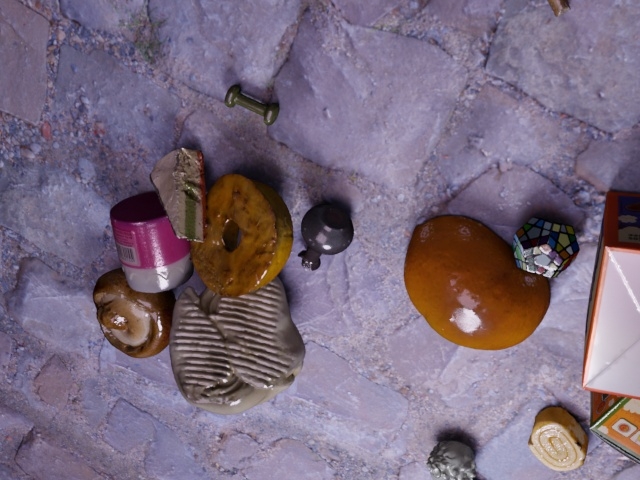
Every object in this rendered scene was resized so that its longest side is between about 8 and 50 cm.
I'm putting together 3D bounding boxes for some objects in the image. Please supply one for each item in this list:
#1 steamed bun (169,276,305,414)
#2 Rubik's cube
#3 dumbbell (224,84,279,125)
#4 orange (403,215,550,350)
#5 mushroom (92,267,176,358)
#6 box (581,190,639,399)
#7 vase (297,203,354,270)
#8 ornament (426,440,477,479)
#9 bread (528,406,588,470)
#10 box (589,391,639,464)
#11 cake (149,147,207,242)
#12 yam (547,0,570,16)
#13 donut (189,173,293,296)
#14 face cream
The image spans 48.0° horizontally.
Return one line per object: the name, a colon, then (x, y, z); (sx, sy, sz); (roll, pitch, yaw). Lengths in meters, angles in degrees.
steamed bun: (-0.204, 0.252, 1.741); (0.310, 0.219, 0.324); (-20, 71, -5)
Rubik's cube: (0.449, 0.014, 1.438); (0.133, 0.133, 0.112); (16, 97, 13)
dumbbell: (-0.147, -0.291, 1.543); (0.118, 0.046, 0.052); (26, 119, 7)
orange: (0.333, 0.108, 1.551); (0.310, 0.274, 0.274); (24, 130, -30)
mushroom: (-0.479, 0.183, 1.868); (0.253, 0.153, 0.253); (11, 121, 19)
box: (0.680, 0.110, 1.316); (0.349, 0.257, 0.318); (7, 118, 19)
vase: (0.000, 0.000, 1.614); (0.120, 0.120, 0.183); (34, 138, 1)
ornament: (0.352, 0.624, 1.815); (0.120, 0.130, 0.285); (4, 128, 38)
bread: (0.549, 0.468, 1.672); (0.122, 0.073, 0.149); (-33, 102, 34)
box: (0.667, 0.336, 1.480); (0.177, 0.195, 0.148); (31, 124, 2)
cake: (-0.326, -0.096, 1.635); (0.117, 0.086, 0.220); (-14, 75, 42)
yam: (0.393, -0.459, 1.249); (0.032, 0.032, 0.145); (-21, 107, 29)
donut: (-0.174, -0.011, 1.623); (0.278, 0.108, 0.277); (1, 92, 37)
face cream: (-0.400, 0.003, 1.725); (0.175, 0.175, 0.195); (6, 119, 18)
